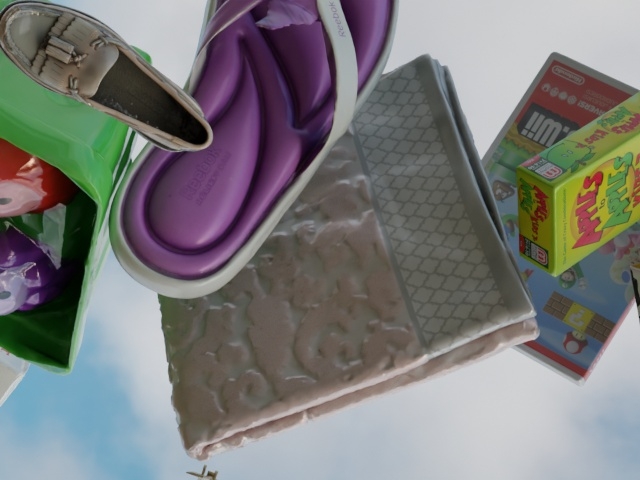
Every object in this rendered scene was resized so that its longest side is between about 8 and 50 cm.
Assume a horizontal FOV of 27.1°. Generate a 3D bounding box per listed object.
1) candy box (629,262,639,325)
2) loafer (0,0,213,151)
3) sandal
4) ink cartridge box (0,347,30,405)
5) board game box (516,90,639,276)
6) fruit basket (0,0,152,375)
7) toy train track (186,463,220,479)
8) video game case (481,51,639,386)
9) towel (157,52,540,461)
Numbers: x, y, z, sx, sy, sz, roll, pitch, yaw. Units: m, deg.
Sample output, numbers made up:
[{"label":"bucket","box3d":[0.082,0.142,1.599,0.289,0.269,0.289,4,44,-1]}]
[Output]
[{"label":"candy box","box3d":[0.363,0.109,1.123,0.159,0.071,0.233,-22,-127,28]},{"label":"loafer","box3d":[-0.107,-0.084,0.683,0.045,0.125,0.039,-60,-151,-1]},{"label":"sandal","box3d":[-0.036,-0.140,1.106,0.102,0.169,0.416,125,-12,-70]},{"label":"ink cartridge box","box3d":[-0.503,0.092,1.662,0.117,0.283,0.207,-52,-166,17]},{"label":"board game box","box3d":[0.241,-0.055,1.093,0.043,0.181,0.092,35,-34,40]},{"label":"fruit basket","box3d":[-0.332,-0.002,1.124,0.283,0.392,0.392,28,-73,2]},{"label":"toy train track","box3d":[-0.116,0.242,1.362,0.048,0.083,0.014,18,-93,4]},{"label":"video game case","box3d":[0.240,-0.028,1.290,0.204,0.025,0.285,30,-99,24]},{"label":"towel","box3d":[0.000,0.000,1.165,0.317,0.053,0.331,-20,-130,7]}]
